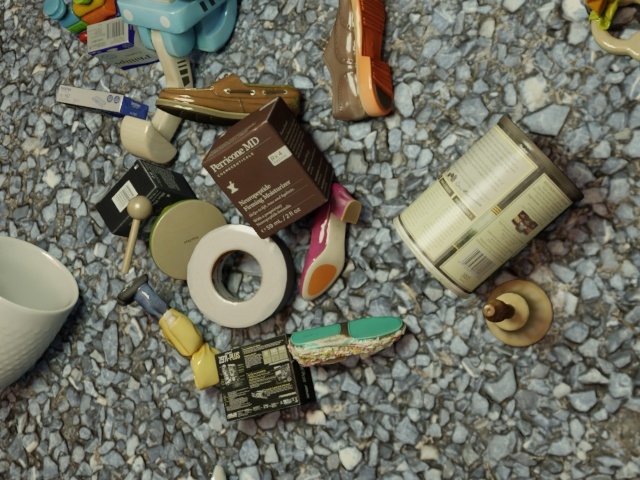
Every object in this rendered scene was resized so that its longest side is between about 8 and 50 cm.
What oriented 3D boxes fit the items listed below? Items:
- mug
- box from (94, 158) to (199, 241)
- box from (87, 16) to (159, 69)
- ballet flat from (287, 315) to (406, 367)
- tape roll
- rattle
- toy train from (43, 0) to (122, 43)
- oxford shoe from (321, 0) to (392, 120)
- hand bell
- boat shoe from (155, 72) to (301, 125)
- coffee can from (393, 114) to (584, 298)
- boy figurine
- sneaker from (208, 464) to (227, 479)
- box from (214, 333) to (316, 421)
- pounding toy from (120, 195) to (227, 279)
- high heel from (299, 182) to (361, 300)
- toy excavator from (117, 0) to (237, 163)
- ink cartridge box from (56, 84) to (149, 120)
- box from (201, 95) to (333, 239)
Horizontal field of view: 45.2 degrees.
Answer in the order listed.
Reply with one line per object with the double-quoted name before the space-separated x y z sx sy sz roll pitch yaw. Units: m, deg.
"mug" -0.792 0.172 1.868 0.328 0.276 0.374 -54 35 18
"box" -0.390 -0.085 1.741 0.156 0.158 0.093 -44 65 15
"box" -0.463 -0.470 1.835 0.126 0.137 0.072 -6 82 25
"ballet flat" 0.056 0.204 1.536 0.241 0.091 0.077 -9 120 11
"tape roll" -0.168 0.074 1.633 0.219 0.072 0.219 0 90 10
"rattle" 0.558 -0.379 1.337 0.130 0.142 0.199 -30 64 0
"toy train" -0.543 -0.585 1.885 0.248 0.143 0.105 -18 77 23
"oxford shoe" 0.056 -0.426 1.590 0.133 0.130 0.363 -9 80 31
"hand bell" 0.316 0.123 1.330 0.126 0.242 0.126 -3 83 26
"boat shoe" -0.195 -0.303 1.658 0.308 0.111 0.104 8 88 -10
"coffee can" 0.297 -0.059 1.384 0.275 0.201 0.201 -44 68 15
"boy figurine" -0.317 0.205 1.681 0.092 0.177 0.285 -41 89 -23
"sneaker" -0.195 0.591 1.617 0.086 0.085 0.237 -9 75 -2
"box" -0.117 0.287 1.609 0.180 0.078 0.147 -19 76 22
"pounding toy" -0.330 -0.015 1.692 0.110 0.237 0.182 27 108 52
"high heel" 0.000 0.000 1.604 0.117 0.082 0.244 42 118 52
"toy excavator" -0.319 -0.453 1.736 0.223 0.445 0.433 17 50 28
"ink cartridge box" -0.531 -0.334 1.874 0.207 0.097 0.046 13 89 26
"box" -0.101 -0.148 1.561 0.169 0.167 0.203 -31 111 20
